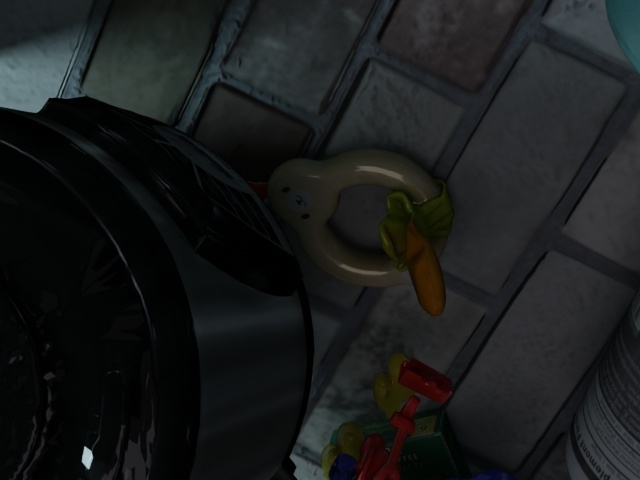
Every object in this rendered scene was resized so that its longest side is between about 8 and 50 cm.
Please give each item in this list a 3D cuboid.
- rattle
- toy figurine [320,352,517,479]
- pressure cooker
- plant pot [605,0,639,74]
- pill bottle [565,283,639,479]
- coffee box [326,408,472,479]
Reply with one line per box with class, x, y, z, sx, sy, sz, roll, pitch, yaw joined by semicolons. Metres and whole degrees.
rattle;0.000;0.000;1.185;0.200;0.142;0.130;16;141;-3
toy figurine;0.079;0.290;1.262;0.217;0.191;0.362;26;124;-8
pressure cooker;-0.204;0.084;1.114;0.376;0.420;0.369;-3;89;15
plant pot;0.289;-0.145;0.969;0.165;0.234;0.166;39;122;-10
pill bottle;0.297;0.137;1.168;0.176;0.176;0.318;20;123;2
coffee box;0.089;0.242;1.359;0.113;0.040;0.184;-15;116;21
